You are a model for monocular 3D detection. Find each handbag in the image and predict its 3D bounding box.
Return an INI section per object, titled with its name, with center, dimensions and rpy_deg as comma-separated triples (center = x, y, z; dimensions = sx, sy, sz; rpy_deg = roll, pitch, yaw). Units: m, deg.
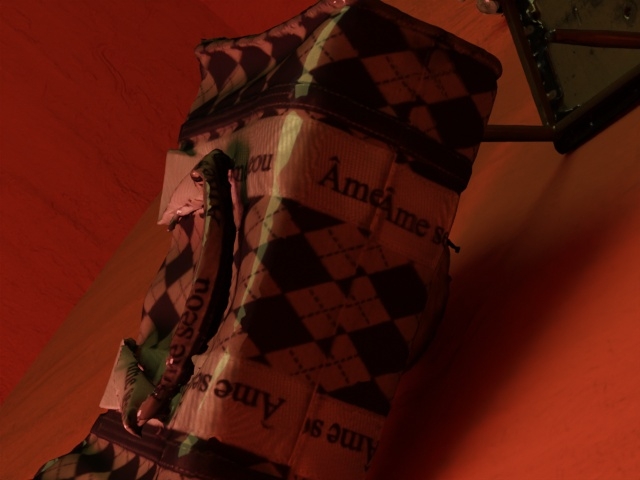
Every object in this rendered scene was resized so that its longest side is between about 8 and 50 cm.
[handbag]
center = -0.063, 0.042, 1.213
dimensions = 0.316, 0.180, 0.416
rpy_deg = 1, 69, 61

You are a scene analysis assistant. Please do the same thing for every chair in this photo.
[chair]
center = 0.215, -0.181, 1.352
dimensions = 0.272, 0.166, 0.188
rpy_deg = -3, -23, -36

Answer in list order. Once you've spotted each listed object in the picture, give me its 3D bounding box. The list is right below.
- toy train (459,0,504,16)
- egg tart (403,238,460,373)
[toy train]
center = 0.221, -0.366, 2.028
dimensions = 0.083, 0.132, 0.200
rpy_deg = -33, 21, 53
[egg tart]
center = 0.016, 0.038, 1.350
dimensions = 0.294, 0.116, 0.295
rpy_deg = -30, 43, 32
